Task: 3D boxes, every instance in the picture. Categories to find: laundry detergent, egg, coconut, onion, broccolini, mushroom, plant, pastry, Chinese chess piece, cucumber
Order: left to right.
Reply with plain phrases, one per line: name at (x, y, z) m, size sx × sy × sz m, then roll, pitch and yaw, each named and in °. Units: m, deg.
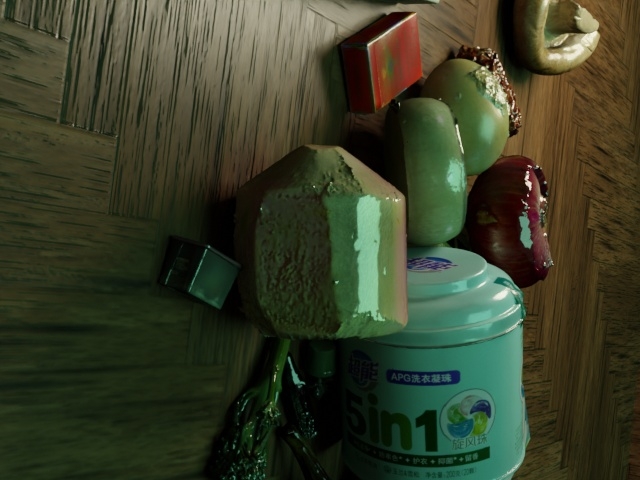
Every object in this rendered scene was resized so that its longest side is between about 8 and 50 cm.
broccolini at (-0.054, 0.149, 1.269) m, size 0.079 × 0.074 × 0.392 m, roll 36°, pitch 63°, yaw -45°
cucumber at (-0.034, 0.213, 1.347) m, size 0.043 × 0.039 × 0.163 m, roll -81°, pitch 160°, yaw -59°
plant at (-0.001, 0.196, 1.390) m, size 0.051 × 0.051 × 0.102 m, roll -33°, pitch 134°, yaw -52°
coconut at (0.000, 0.000, 1.187) m, size 0.233 × 0.233 × 0.245 m, roll -2°, pitch 87°, yaw -58°
Chinese chess piece at (0.158, -0.108, 1.450) m, size 0.238 × 0.092 × 0.238 m, roll 174°, pitch -90°, yaw -87°
laundry detergent at (0.164, 0.179, 1.426) m, size 0.287 × 0.287 × 0.305 m, roll -28°, pitch 119°, yaw -54°
egg at (0.239, -0.209, 1.606) m, size 0.164 × 0.164 × 0.201 m, roll 1°, pitch 82°, yaw -58°
pastry at (0.309, -0.275, 1.764) m, size 0.208 × 0.097 × 0.115 m, roll 46°, pitch 52°, yaw -49°
onion at (0.333, -0.030, 1.657) m, size 0.248 × 0.161 × 0.248 m, roll 39°, pitch 39°, yaw -42°
mushroom at (0.485, -0.424, 1.992) m, size 0.286 × 0.156 × 0.151 m, roll 18°, pitch 92°, yaw -46°

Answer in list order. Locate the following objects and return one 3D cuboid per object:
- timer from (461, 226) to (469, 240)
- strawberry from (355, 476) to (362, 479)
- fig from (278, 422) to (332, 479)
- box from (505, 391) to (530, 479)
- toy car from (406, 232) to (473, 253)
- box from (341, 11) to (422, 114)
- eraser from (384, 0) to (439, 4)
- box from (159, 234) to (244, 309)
timer at (0.286, -0.007, 1.800) m, size 0.107 × 0.109 × 0.107 m, roll 15°, pitch 90°, yaw -88°
strawberry at (0.096, 0.403, 1.535) m, size 0.190 × 0.111 × 0.236 m, roll 100°, pitch -8°, yaw -54°
fig at (0.001, 0.421, 1.343) m, size 0.290 × 0.190 × 0.190 m, roll 54°, pitch 48°, yaw -24°
box at (0.323, 0.352, 1.875) m, size 0.203 × 0.116 × 0.274 m, roll -46°, pitch 132°, yaw -44°
toy car at (0.213, 0.040, 1.661) m, size 0.257 × 0.101 × 0.124 m, roll 37°, pitch 55°, yaw -53°
box at (0.097, -0.278, 1.466) m, size 0.175 × 0.048 × 0.112 m, roll -42°, pitch 131°, yaw -48°
eraser at (0.093, -0.427, 1.402) m, size 0.279 × 0.081 × 0.124 m, roll -11°, pitch 105°, yaw -57°
box at (-0.143, 0.040, 1.122) m, size 0.085 × 0.060 × 0.063 m, roll 37°, pitch 68°, yaw -56°
